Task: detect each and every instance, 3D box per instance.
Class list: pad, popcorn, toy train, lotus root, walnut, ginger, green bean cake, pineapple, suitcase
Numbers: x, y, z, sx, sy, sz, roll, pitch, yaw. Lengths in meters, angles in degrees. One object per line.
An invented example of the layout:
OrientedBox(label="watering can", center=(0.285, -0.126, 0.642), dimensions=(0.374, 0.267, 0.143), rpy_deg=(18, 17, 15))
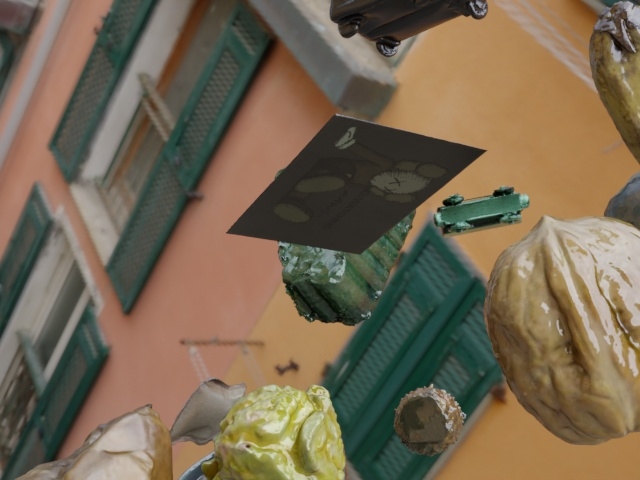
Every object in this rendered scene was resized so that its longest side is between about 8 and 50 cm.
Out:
OrientedBox(label="pad", center=(0.022, -0.036, 0.788), dimensions=(0.127, 0.190, 0.004), rpy_deg=(9, 62, -26))
OrientedBox(label="popcorn", center=(-0.059, 0.286, 1.382), dimensions=(0.185, 0.187, 0.167), rpy_deg=(12, 17, -8))
OrientedBox(label="toy train", center=(0.282, -0.048, 1.824), dimensions=(0.099, 0.172, 0.070), rpy_deg=(87, -8, -78))
OrientedBox(label="lotus root", center=(0.389, -0.154, 1.187), dimensions=(0.258, 0.110, 0.097), rpy_deg=(67, 15, 9))
OrientedBox(label="walnut", center=(0.209, 0.064, 0.801), dimensions=(0.184, 0.155, 0.155), rpy_deg=(64, 28, -3))
OrientedBox(label="ginger", center=(-0.281, 0.361, 1.312), dimensions=(0.269, 0.200, 0.223), rpy_deg=(-28, 87, -24))
OrientedBox(label="green bean cake", center=(0.000, 0.000, 1.322), dimensions=(0.193, 0.208, 0.107), rpy_deg=(2, -33, 36))
OrientedBox(label="pineapple", center=(0.183, 0.279, 1.624), dimensions=(0.108, 0.108, 0.198), rpy_deg=(41, 9, 19))
OrientedBox(label="suitcase", center=(0.182, -0.564, 2.005), dimensions=(0.188, 0.339, 0.345), rpy_deg=(17, -15, -29))

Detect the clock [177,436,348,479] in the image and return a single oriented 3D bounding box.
OrientedBox(label="clock", center=(-0.105, 0.428, 1.844), dimensions=(0.319, 0.319, 0.066), rpy_deg=(-39, 116, -63))

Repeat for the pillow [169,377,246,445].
OrientedBox(label="pillow", center=(-0.183, 0.279, 1.674), dimensions=(0.038, 0.130, 0.233), rpy_deg=(36, -1, 17))

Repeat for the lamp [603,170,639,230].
OrientedBox(label="lamp", center=(0.516, -0.053, 1.350), dimensions=(0.182, 0.314, 0.182), rpy_deg=(47, 14, -15))
